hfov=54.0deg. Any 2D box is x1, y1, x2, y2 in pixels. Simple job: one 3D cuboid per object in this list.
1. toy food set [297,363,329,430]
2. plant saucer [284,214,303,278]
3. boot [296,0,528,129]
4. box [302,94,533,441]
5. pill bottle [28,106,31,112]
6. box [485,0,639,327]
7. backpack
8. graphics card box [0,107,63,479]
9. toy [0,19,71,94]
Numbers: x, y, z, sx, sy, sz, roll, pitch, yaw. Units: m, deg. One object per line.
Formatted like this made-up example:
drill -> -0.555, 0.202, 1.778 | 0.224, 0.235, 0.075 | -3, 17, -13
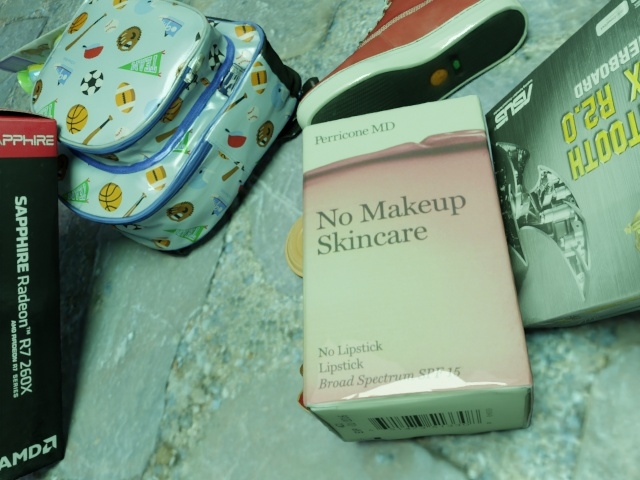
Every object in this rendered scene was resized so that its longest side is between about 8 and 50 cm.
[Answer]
toy food set -> 0.015, 0.105, 0.562 | 0.077, 0.019, 0.122 | 10, 70, 34
plant saucer -> 0.000, 0.000, 0.632 | 0.083, 0.013, 0.084 | -13, 59, 24
boot -> 0.067, -0.212, 0.666 | 0.244, 0.088, 0.176 | -30, 53, 3
box -> 0.070, 0.025, 0.490 | 0.148, 0.127, 0.233 | -9, 60, 12
pill bottle -> -0.376, -0.152, 0.889 | 0.086, 0.086, 0.152 | -5, 62, 28
box -> 0.200, -0.052, 0.403 | 0.056, 0.231, 0.183 | 2, 73, -17
backpack -> -0.182, -0.130, 0.699 | 0.276, 0.213, 0.264 | 24, 89, 34
graphics card box -> -0.378, 0.045, 0.669 | 0.232, 0.094, 0.371 | 10, 102, 34
toy -> -0.340, -0.260, 0.914 | 0.237, 0.137, 0.056 | -12, 85, 23
